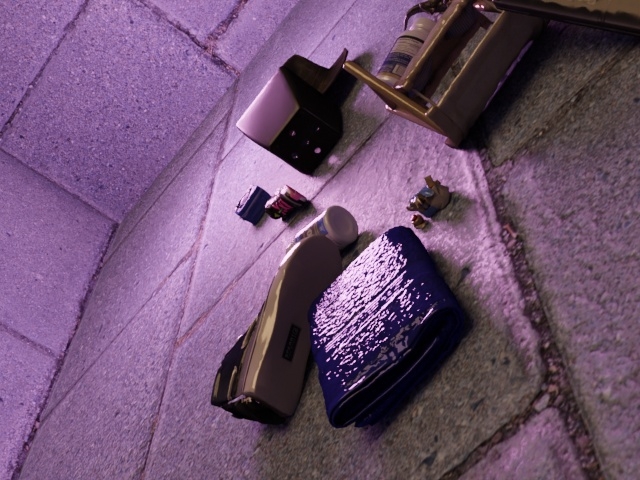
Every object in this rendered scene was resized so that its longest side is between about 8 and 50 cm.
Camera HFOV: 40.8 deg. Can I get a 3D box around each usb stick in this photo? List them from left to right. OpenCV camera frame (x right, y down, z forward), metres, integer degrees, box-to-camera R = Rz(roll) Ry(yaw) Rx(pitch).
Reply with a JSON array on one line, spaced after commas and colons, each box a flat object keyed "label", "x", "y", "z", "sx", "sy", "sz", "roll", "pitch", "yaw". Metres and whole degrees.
[{"label": "usb stick", "x": 0.353, "y": -0.331, "z": 1.176, "sx": 0.278, "sy": 0.045, "sz": 0.077, "roll": 28, "pitch": 93, "yaw": 44}]

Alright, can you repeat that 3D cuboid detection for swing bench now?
[{"label": "swing bench", "x": 0.220, "y": -0.308, "z": 1.418, "sx": 0.253, "sy": 0.165, "sz": 0.254, "roll": -53, "pitch": 45, "yaw": 3}]

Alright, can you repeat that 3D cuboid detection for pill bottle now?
[{"label": "pill bottle", "x": 0.000, "y": 0.000, "z": 1.584, "sx": 0.137, "sy": 0.078, "sz": 0.078, "roll": -38, "pitch": 26, "yaw": 41}, {"label": "pill bottle", "x": 0.181, "y": -0.357, "z": 1.716, "sx": 0.169, "sy": 0.094, "sz": 0.094, "roll": -60, "pitch": 20, "yaw": -15}]

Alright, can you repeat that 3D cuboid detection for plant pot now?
[{"label": "plant pot", "x": -0.057, "y": -0.262, "z": 2.023, "sx": 0.187, "sy": 0.188, "sz": 0.167, "roll": -50, "pitch": 33, "yaw": 14}]

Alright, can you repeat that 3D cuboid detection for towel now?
[{"label": "towel", "x": 0.086, "y": 0.115, "z": 1.215, "sx": 0.227, "sy": 0.076, "sz": 0.308, "roll": -44, "pitch": 21, "yaw": 11}]

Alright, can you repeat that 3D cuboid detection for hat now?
[{"label": "hat", "x": -0.065, "y": -0.387, "z": 2.237, "sx": 0.331, "sy": 0.134, "sz": 0.331, "roll": -55, "pitch": 6, "yaw": 9}]

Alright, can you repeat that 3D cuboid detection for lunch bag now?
[{"label": "lunch bag", "x": -0.174, "y": -0.090, "z": 2.163, "sx": 0.098, "sy": 0.065, "sz": 0.067, "roll": -57, "pitch": 19, "yaw": -6}]

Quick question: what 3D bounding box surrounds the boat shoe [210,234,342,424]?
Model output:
[{"label": "boat shoe", "x": -0.082, "y": 0.147, "z": 1.455, "sx": 0.158, "sy": 0.127, "sz": 0.341, "roll": -18, "pitch": 41, "yaw": 49}]

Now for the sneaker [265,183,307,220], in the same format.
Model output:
[{"label": "sneaker", "x": -0.083, "y": -0.079, "z": 1.938, "sx": 0.075, "sy": 0.063, "sz": 0.170, "roll": -58, "pitch": 14, "yaw": -9}]

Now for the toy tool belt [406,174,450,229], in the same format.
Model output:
[{"label": "toy tool belt", "x": 0.159, "y": -0.062, "z": 1.348, "sx": 0.083, "sy": 0.051, "sz": 0.052, "roll": -46, "pitch": 21, "yaw": 25}]

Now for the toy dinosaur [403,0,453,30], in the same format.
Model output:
[{"label": "toy dinosaur", "x": 0.292, "y": -0.506, "z": 1.705, "sx": 0.160, "sy": 0.121, "sz": 0.313, "roll": -34, "pitch": -12, "yaw": -46}]
